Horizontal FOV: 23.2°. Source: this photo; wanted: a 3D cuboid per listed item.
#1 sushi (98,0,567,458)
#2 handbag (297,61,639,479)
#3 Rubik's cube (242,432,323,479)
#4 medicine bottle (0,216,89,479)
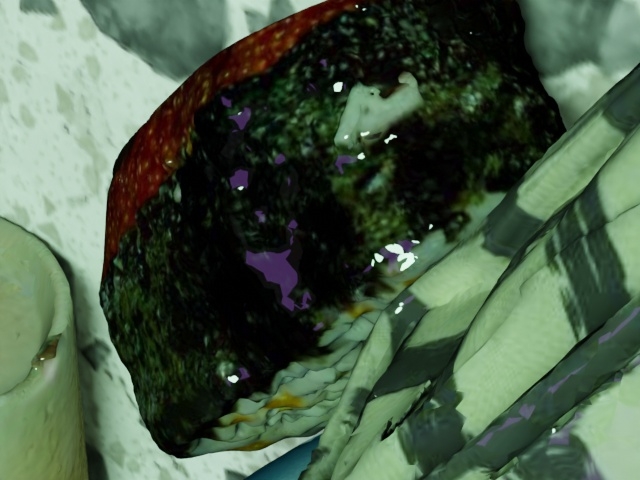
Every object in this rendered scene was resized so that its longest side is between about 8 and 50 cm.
[{"bbox_3d":[0.000,0.000,0.603,0.225,0.136,0.126,-32,71,49],"label":"sushi"},{"bbox_3d":[0.203,0.057,0.387,0.325,0.162,0.327,32,136,-9],"label":"handbag"},{"bbox_3d":[0.068,0.121,0.636,0.254,0.254,0.254,23,130,30],"label":"Rubik's cube"},{"bbox_3d":[-0.244,0.202,0.889,0.235,0.235,0.406,23,129,30],"label":"medicine bottle"}]
